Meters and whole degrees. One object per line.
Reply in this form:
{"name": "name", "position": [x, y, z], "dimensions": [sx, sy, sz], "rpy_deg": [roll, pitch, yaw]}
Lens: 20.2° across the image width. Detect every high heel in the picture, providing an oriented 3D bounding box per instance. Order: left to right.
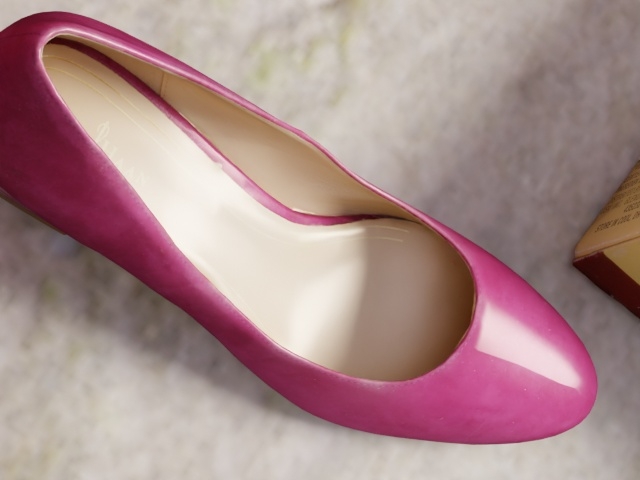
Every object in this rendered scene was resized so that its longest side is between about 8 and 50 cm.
{"name": "high heel", "position": [0.000, 0.000, 0.579], "dimensions": [0.244, 0.117, 0.082], "rpy_deg": [31, 74, -11]}

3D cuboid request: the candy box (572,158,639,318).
{"name": "candy box", "position": [0.263, -0.058, 0.687], "dimensions": [0.183, 0.087, 0.316], "rpy_deg": [41, 72, -8]}
